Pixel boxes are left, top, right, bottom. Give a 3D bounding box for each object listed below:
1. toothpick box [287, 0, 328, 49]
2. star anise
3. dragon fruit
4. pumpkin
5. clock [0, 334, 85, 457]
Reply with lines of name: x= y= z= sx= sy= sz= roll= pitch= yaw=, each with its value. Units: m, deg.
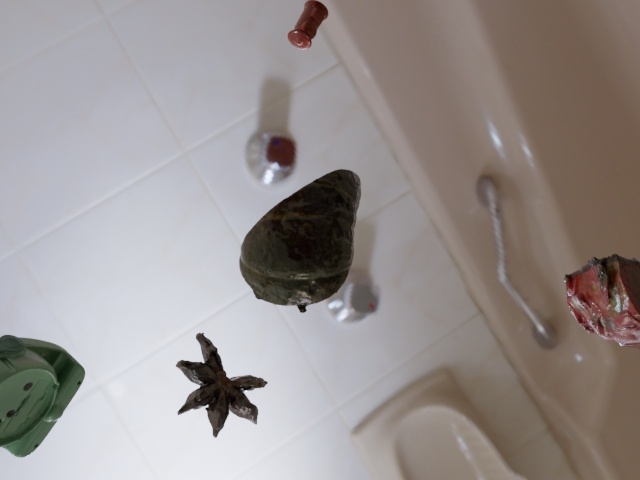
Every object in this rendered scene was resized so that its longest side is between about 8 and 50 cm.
toothpick box: x=-0.022 y=-0.372 z=1.751 sx=0.047 sy=0.083 sz=0.047 roll=19 pitch=150 yaw=11
star anise: x=-0.198 y=0.299 z=2.003 sx=0.208 sy=0.172 sz=0.063 roll=39 pitch=146 yaw=-16
dragon fruit: x=0.499 y=0.107 z=1.640 sx=0.262 sy=0.163 sz=0.189 roll=17 pitch=-147 yaw=-42
pumpkin: x=0.002 y=-0.003 z=1.690 sx=0.163 sy=0.278 sz=0.111 roll=50 pitch=160 yaw=24
clock: x=-0.420 y=0.203 z=1.328 sx=0.066 sy=0.159 sz=0.211 roll=34 pitch=-178 yaw=29
